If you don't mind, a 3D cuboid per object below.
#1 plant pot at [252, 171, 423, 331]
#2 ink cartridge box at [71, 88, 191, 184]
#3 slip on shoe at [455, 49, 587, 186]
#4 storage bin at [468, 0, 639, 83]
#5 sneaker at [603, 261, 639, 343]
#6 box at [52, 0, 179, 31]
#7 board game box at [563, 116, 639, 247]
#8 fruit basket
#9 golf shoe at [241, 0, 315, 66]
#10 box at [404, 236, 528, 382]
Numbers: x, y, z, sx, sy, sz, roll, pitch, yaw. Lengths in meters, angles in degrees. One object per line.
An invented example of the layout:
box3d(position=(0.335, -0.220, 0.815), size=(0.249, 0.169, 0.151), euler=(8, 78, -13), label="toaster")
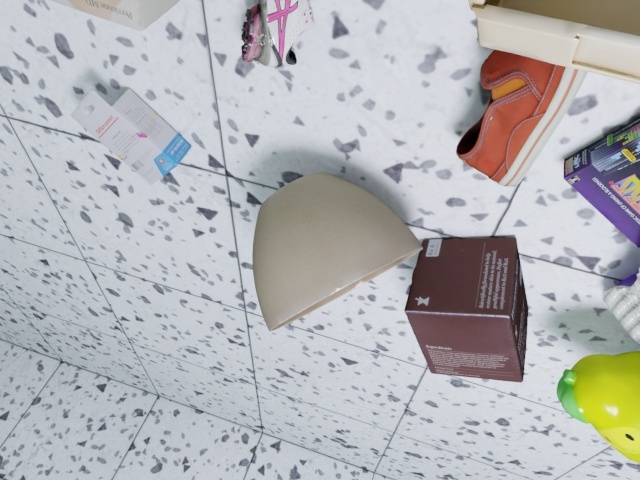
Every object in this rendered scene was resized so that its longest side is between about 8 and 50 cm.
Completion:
box3d(position=(0.000, 0.000, 0.807), size=(0.284, 0.284, 0.191), euler=(-38, 77, 48), label="plant pot")
box3d(position=(-0.339, -0.196, 0.872), size=(0.104, 0.062, 0.181), euler=(-21, 125, 41), label="ink cartridge box")
box3d(position=(0.236, -0.194, 0.549), size=(0.101, 0.123, 0.331), euler=(20, 147, 10), label="slip on shoe")
box3d(position=(0.265, -0.243, 0.311), size=(0.262, 0.261, 0.123), euler=(23, -176, 20), label="storage bin")
box3d(position=(0.535, 0.063, 0.707), size=(0.146, 0.102, 0.293), euler=(-25, 152, 0), label="sneaker")
box3d(position=(-0.240, -0.413, 0.519), size=(0.147, 0.121, 0.311), euler=(19, 142, 5), label="box")
box3d(position=(0.436, -0.078, 0.635), size=(0.170, 0.048, 0.141), euler=(35, 139, -15), label="board game box")
box3d(position=(0.590, 0.297, 0.765), size=(0.391, 0.283, 0.392), euler=(-11, 152, -6), label="fruit basket")
box3d(position=(-0.044, -0.304, 0.607), size=(0.085, 0.068, 0.186), euler=(4, 146, -20), label="golf shoe")
box3d(position=(0.267, 0.123, 0.857), size=(0.167, 0.169, 0.203), euler=(-1, 137, 29), label="box")
